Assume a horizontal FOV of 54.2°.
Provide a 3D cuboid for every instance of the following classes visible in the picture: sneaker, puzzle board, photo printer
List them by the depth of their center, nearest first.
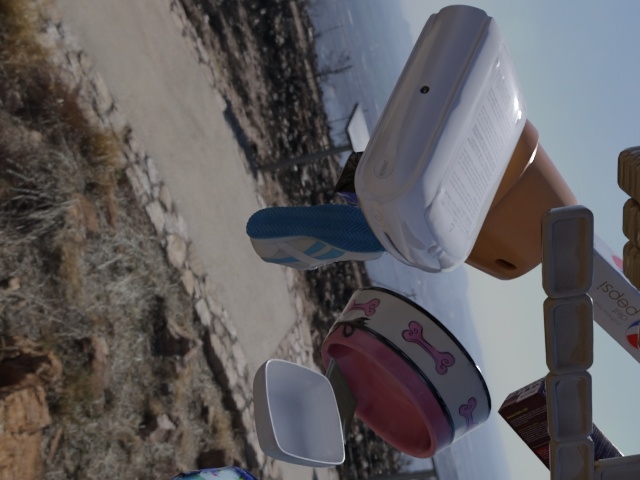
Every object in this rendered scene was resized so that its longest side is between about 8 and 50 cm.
[{"bbox_3d":[0.168,-0.115,0.858,0.256,0.107,0.308,39,72,-53],"label":"photo printer"},{"bbox_3d":[0.000,0.000,1.004,0.092,0.228,0.087,75,25,-52],"label":"sneaker"},{"bbox_3d":[0.030,0.289,1.128,0.128,0.011,0.096,63,33,-32],"label":"puzzle board"}]

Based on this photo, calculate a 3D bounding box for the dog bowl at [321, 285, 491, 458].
[{"bbox_3d":[0.168,0.308,1.400,0.408,0.150,0.408,39,-28,25],"label":"dog bowl"}]

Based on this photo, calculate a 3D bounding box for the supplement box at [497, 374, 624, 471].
[{"bbox_3d":[0.507,0.412,1.316,0.239,0.130,0.073,49,46,6],"label":"supplement box"}]

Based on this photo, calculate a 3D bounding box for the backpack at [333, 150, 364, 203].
[{"bbox_3d":[0.105,-0.112,1.163,0.101,0.120,0.098,26,80,-35],"label":"backpack"}]

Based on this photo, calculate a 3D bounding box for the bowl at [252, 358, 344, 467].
[{"bbox_3d":[-0.038,0.242,0.860,0.142,0.053,0.142,28,38,-40],"label":"bowl"}]

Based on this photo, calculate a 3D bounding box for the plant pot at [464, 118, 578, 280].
[{"bbox_3d":[0.315,-0.066,1.123,0.203,0.291,0.291,39,21,-7],"label":"plant pot"}]

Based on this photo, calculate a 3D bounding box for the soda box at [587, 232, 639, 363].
[{"bbox_3d":[0.397,0.083,0.820,0.216,0.069,0.074,43,30,-4],"label":"soda box"}]

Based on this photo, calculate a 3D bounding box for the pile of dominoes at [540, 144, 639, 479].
[{"bbox_3d":[0.243,0.057,0.416,0.040,0.195,0.251,-92,172,-65],"label":"pile of dominoes"}]

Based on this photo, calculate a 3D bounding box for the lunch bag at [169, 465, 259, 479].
[{"bbox_3d":[-0.100,0.385,0.810,0.176,0.219,0.090,21,96,-53],"label":"lunch bag"}]
